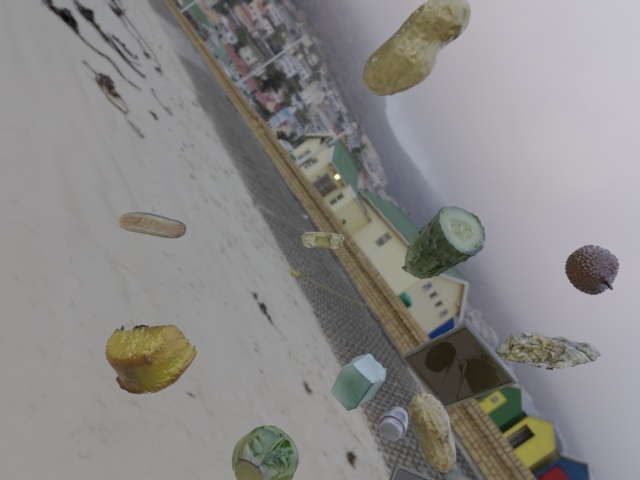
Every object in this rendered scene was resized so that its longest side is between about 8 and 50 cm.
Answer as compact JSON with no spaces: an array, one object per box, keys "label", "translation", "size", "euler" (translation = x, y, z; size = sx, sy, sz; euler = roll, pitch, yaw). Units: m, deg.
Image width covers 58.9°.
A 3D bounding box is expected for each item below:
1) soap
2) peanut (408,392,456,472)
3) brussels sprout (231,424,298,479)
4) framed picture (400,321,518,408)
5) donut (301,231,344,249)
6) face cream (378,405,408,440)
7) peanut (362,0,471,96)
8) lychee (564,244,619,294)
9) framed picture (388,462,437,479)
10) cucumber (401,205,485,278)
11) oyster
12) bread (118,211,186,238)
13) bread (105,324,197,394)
[{"label":"soap","translation":[0.139,0.522,2.092],"size":[0.145,0.091,0.230],"euler":[41,-47,25]},{"label":"peanut","translation":[0.265,0.446,1.314],"size":[0.093,0.083,0.194],"euler":[-17,-86,51]},{"label":"brussels sprout","translation":[-0.191,0.753,1.938],"size":[0.244,0.244,0.244],"euler":[54,2,-2]},{"label":"framed picture","translation":[0.431,0.406,1.807],"size":[0.240,0.324,0.020],"euler":[48,47,1]},{"label":"donut","translation":[0.002,0.000,2.226],"size":[0.108,0.166,0.065],"euler":[-160,-107,-77]},{"label":"face cream","translation":[0.238,0.589,1.827],"size":[0.091,0.091,0.095],"euler":[55,32,-2]},{"label":"peanut","translation":[0.244,-0.480,1.420],"size":[0.147,0.319,0.147],"euler":[42,22,-22]},{"label":"lychee","translation":[0.896,0.100,1.852],"size":[0.165,0.165,0.197],"euler":[53,-4,-37]},{"label":"framed picture","translation":[0.274,0.888,1.771],"size":[0.232,0.315,0.024],"euler":[29,-16,-15]},{"label":"cucumber","translation":[0.270,0.025,1.352],"size":[0.134,0.134,0.244],"euler":[55,-37,8]},{"label":"oyster","translation":[0.516,0.241,1.280],"size":[0.133,0.209,0.072],"euler":[-20,105,-59]},{"label":"bread","translation":[-0.542,-0.050,1.831],"size":[0.214,0.073,0.053],"euler":[10,-6,-26]},{"label":"bread","translation":[-0.483,0.332,1.552],"size":[0.147,0.261,0.160],"euler":[-61,139,-50]}]
